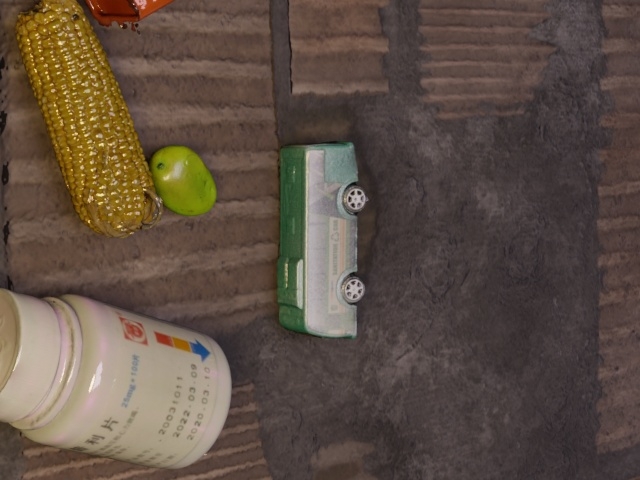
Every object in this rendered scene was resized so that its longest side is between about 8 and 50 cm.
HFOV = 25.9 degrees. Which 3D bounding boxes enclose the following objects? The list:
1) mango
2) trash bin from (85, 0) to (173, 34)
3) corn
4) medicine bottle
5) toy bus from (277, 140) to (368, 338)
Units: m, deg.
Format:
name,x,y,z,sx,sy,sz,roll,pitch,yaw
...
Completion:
name,x,y,z,sx,sy,sz,roll,pitch,yaw
mango,-0.166,-0.070,1.684,0.108,0.056,0.073,38,73,-41
trash bin,-0.168,-0.346,1.604,0.238,0.161,0.184,-42,120,-24
corn,-0.263,-0.137,1.560,0.106,0.106,0.293,-35,115,-36
medicine bottle,-0.252,0.151,1.542,0.293,0.170,0.170,23,78,-43
toy bus,0.000,0.000,1.829,0.109,0.091,0.262,-2,93,-32
